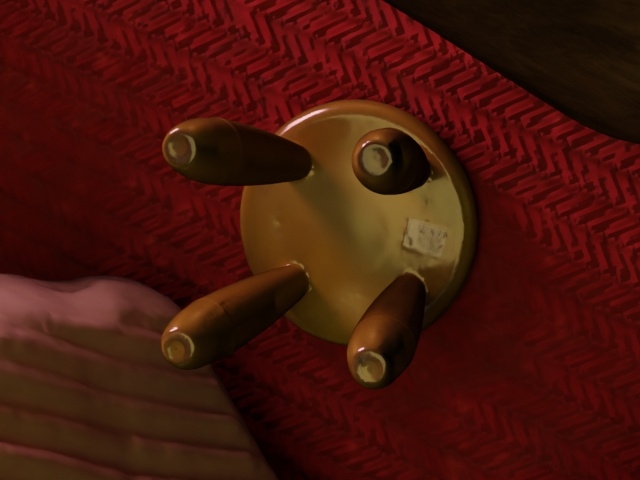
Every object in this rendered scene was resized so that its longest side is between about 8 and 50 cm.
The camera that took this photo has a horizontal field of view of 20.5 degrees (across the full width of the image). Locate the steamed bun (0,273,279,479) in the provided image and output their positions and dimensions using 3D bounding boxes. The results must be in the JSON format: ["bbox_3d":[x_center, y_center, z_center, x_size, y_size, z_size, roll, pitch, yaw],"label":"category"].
[{"bbox_3d":[-0.168,0.166,0.741,0.272,0.290,0.273,-36,66,26],"label":"steamed bun"}]

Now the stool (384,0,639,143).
[{"bbox_3d":[0.150,-0.104,0.587,0.264,0.179,0.179,30,108,-9],"label":"stool"}]

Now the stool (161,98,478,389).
[{"bbox_3d":[0.000,0.000,0.739,0.135,0.110,0.134,-43,81,19],"label":"stool"}]
